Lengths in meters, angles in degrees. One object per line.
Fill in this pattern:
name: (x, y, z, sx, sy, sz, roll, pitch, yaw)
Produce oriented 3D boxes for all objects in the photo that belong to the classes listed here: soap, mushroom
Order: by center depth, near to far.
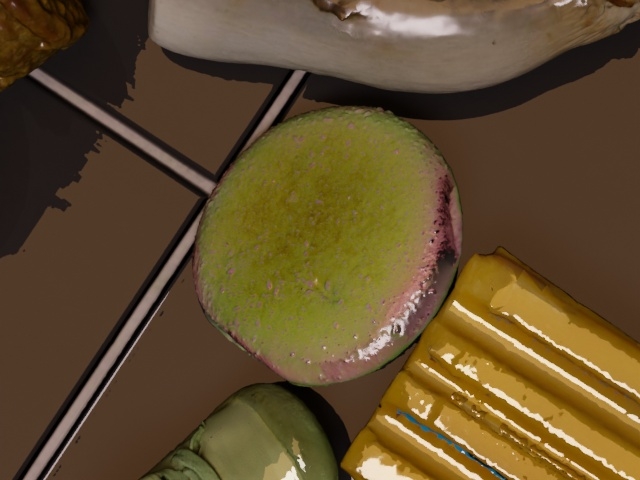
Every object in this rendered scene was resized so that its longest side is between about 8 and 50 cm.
soap: (0.201, 0.173, 1.132, 0.324, 0.096, 0.204, 34, 89, 6)
mushroom: (0.060, -0.198, 1.164, 0.397, 0.126, 0.177, 14, 78, 9)

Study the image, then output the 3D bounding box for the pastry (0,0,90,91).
pastry: (-0.267, -0.201, 1.158, 0.103, 0.189, 0.188, -35, 83, 10)

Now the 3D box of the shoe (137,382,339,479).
shoe: (-0.095, 0.227, 1.122, 0.262, 0.128, 0.140, -45, 79, 17)

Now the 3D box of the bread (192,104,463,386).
bread: (0.000, 0.000, 1.153, 0.228, 0.033, 0.228, -8, 70, 22)
